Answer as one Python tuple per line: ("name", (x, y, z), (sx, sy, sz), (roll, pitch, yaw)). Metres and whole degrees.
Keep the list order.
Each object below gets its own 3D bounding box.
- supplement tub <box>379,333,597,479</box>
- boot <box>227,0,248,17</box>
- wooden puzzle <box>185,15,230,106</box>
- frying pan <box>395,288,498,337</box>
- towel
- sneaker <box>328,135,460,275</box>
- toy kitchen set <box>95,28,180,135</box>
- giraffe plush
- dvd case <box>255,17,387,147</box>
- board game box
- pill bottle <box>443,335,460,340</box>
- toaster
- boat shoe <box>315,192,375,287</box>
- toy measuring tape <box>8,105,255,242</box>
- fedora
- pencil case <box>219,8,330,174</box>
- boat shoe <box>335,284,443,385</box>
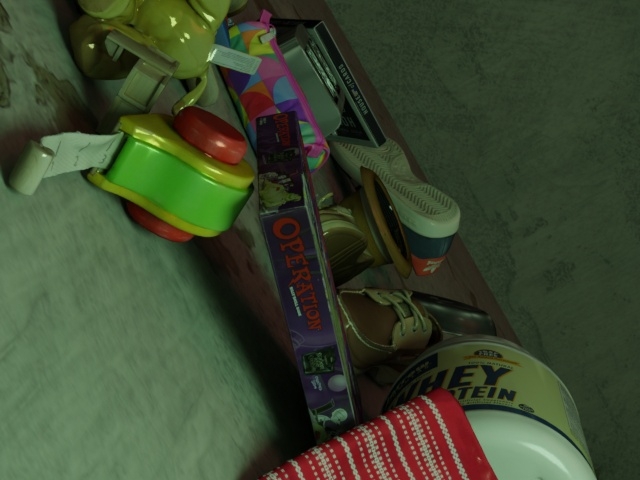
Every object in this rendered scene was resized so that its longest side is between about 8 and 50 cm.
("supplement tub", (0.176, 0.247, 1.360), (0.235, 0.235, 0.325), (59, 11, -10))
("boot", (-0.180, -0.479, 1.798), (0.203, 0.095, 0.262), (76, -4, -68))
("wooden puzzle", (-0.177, -0.381, 1.515), (0.347, 0.081, 0.322), (-106, 179, -51))
("frying pan", (0.192, 0.113, 1.919), (0.326, 0.197, 0.053), (0, 104, -75))
("towel", (0.072, 0.252, 1.074), (0.275, 0.031, 0.198), (-18, 78, -46))
("sneaker", (0.112, -0.066, 2.178), (0.350, 0.131, 0.148), (52, -37, 45))
("toy kitchen set", (-0.182, -0.144, 1.146), (0.068, 0.075, 0.083), (31, 21, -8))
("giraffe plush", (-0.177, -0.244, 1.247), (0.210, 0.181, 0.170), (34, 6, -45))
("dvd case", (-0.002, -0.259, 2.035), (0.179, 0.029, 0.238), (15, -38, 52))
("board game box", (-0.004, 0.073, 1.194), (0.208, 0.056, 0.346), (-106, -178, -60))
("pill bottle", (0.198, 0.252, 1.728), (0.216, 0.121, 0.121), (65, 12, 20))
("toaster", (-0.043, -0.232, 1.866), (0.185, 0.110, 0.168), (58, 11, -13))
("boat shoe", (0.000, 0.000, 1.556), (0.089, 0.105, 0.285), (59, 0, 12))
("toy measuring tape", (-0.132, -0.049, 1.030), (0.121, 0.121, 0.330), (61, 17, 1))
("fedora", (0.081, -0.020, 1.975), (0.194, 0.079, 0.194), (-22, 90, -77))
("pencil case", (-0.069, -0.196, 1.699), (0.236, 0.104, 0.104), (66, 12, 20))
("boat shoe", (0.076, 0.103, 1.564), (0.123, 0.116, 0.324), (64, 12, 16))
